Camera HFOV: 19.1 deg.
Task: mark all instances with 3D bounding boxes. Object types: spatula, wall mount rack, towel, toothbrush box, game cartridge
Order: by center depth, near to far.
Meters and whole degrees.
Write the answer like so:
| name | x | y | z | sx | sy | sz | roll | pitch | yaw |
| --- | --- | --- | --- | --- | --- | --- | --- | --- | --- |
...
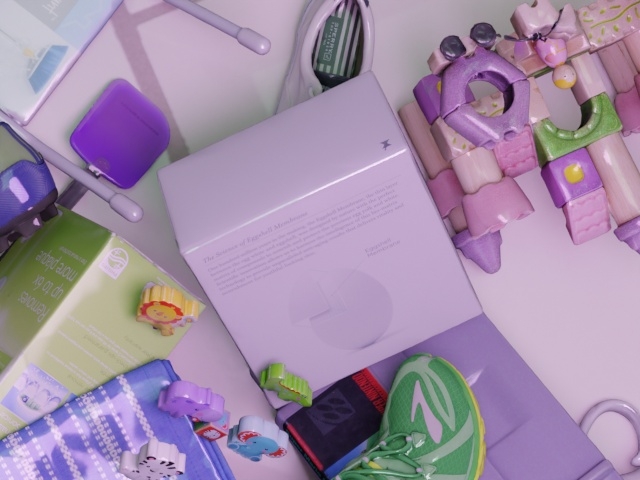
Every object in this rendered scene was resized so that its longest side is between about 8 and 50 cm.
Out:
| name | x | y | z | sx | sy | sz | roll | pitch | yaw |
| --- | --- | --- | --- | --- | --- | --- | --- | --- | --- |
| towel | -0.219 | 0.278 | 1.632 | 0.336 | 0.040 | 0.243 | -28 | 94 | -18 |
| toothbrush box | -0.264 | 0.119 | 1.750 | 0.122 | 0.206 | 0.283 | 39 | 83 | -25 |
| wall mount rack | -0.236 | -0.188 | 1.826 | 0.304 | 0.130 | 0.350 | 37 | 83 | -5 |
| game cartridge | 0.118 | 0.198 | 1.827 | 0.230 | 0.068 | 0.355 | -34 | 69 | -13 |
| spatula | -0.258 | -0.026 | 1.862 | 0.084 | 0.030 | 0.296 | 40 | 82 | -9 |

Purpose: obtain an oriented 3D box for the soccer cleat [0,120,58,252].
| name | x | y | z | sx | sy | sz | roll | pitch | yaw |
| --- | --- | --- | --- | --- | --- | --- | --- | --- | --- |
| soccer cleat | -0.380 | -0.017 | 1.779 | 0.289 | 0.093 | 0.121 | -26 | 99 | 16 |

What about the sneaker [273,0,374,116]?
| name | x | y | z | sx | sy | sz | roll | pitch | yaw |
| --- | --- | --- | --- | --- | --- | --- | --- | --- | --- |
| sneaker | -0.002 | -0.127 | 1.875 | 0.094 | 0.091 | 0.258 | 6 | 85 | -8 |

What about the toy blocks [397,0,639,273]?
| name | x | y | z | sx | sy | sz | roll | pitch | yaw |
| --- | --- | --- | --- | --- | --- | --- | --- | --- | --- |
| toy blocks | 0.255 | -0.084 | 1.800 | 0.288 | 0.309 | 0.260 | -24 | 84 | -9 |

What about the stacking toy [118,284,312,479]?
| name | x | y | z | sx | sy | sz | roll | pitch | yaw |
| --- | --- | --- | --- | --- | --- | --- | --- | --- | --- |
| stacking toy | -0.080 | 0.156 | 1.655 | 0.221 | 0.052 | 0.167 | 33 | 46 | -36 |

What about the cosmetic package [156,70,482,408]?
| name | x | y | z | sx | sy | sz | roll | pitch | yaw |
| --- | --- | --- | --- | --- | --- | --- | --- | --- | --- |
| cosmetic package | 0.000 | 0.000 | 1.772 | 0.224 | 0.138 | 0.224 | -25 | 132 | 3 |

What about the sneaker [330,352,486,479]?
| name | x | y | z | sx | sy | sz | roll | pitch | yaw |
| --- | --- | --- | --- | --- | --- | --- | --- | --- | --- |
| sneaker | 0.063 | 0.233 | 1.711 | 0.123 | 0.109 | 0.295 | 38 | 62 | -44 |

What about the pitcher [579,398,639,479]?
| name | x | y | z | sx | sy | sz | roll | pitch | yaw |
| --- | --- | --- | --- | --- | --- | --- | --- | --- | --- |
| pitcher | 0.277 | 0.270 | 1.888 | 0.207 | 0.125 | 0.178 | -32 | 70 | -19 |
